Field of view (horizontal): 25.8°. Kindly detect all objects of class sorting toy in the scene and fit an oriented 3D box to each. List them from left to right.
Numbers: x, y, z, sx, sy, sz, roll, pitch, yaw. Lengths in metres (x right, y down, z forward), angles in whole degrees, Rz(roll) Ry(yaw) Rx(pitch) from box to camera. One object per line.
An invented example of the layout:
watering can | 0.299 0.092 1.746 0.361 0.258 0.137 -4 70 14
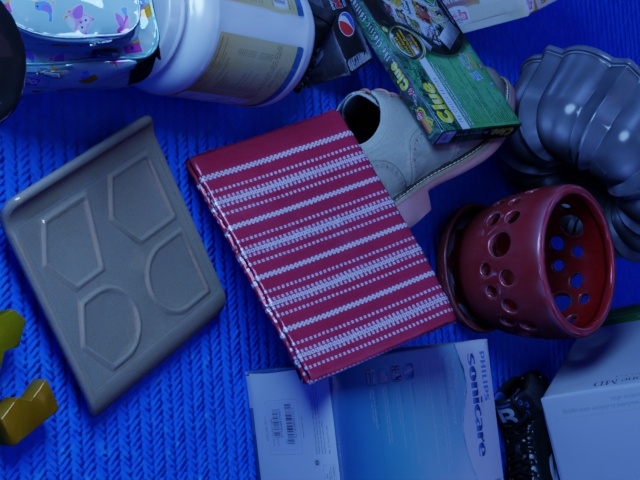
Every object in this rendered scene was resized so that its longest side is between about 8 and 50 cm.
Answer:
sorting toy | -0.223 0.043 1.308 0.307 0.041 0.229 -40 118 -45

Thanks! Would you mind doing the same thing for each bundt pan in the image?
bundt pan | 0.363 -0.094 1.817 0.124 0.331 0.331 -51 123 -21

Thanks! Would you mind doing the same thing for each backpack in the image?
backpack | -0.241 -0.212 1.210 0.188 0.144 0.166 -9 81 -7

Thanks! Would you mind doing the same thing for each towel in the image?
towel | 0.000 0.000 1.448 0.199 0.031 0.275 -21 73 -29

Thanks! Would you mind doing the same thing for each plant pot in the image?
plant pot | 0.255 0.033 1.759 0.191 0.174 0.191 12 74 -48

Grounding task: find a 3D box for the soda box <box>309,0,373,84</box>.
soda box | -0.004 -0.268 1.593 0.053 0.060 0.169 -40 113 -47

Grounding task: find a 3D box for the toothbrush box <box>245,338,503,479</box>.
toothbrush box | 0.070 0.230 1.547 0.295 0.126 0.216 -5 87 -49

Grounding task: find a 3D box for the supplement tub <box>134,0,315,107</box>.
supplement tub | -0.119 -0.211 1.384 0.199 0.144 0.144 2 82 -49

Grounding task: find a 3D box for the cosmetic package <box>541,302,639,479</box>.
cosmetic package | 0.437 0.202 1.864 0.365 0.197 0.155 -35 112 -65

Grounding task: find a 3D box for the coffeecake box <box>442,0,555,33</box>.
coffeecake box | 0.247 -0.332 1.835 0.185 0.142 0.068 -32 108 -47

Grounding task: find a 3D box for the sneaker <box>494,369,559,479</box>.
sneaker | 0.254 0.265 1.804 0.121 0.079 0.217 47 43 -30

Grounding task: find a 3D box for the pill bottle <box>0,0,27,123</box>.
pill bottle | -0.335 -0.123 1.058 0.123 0.219 0.123 11 76 -48

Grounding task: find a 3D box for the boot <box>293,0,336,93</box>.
boot | -0.050 -0.225 1.537 0.121 0.045 0.099 26 88 -6

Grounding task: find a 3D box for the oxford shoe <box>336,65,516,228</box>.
oxford shoe | 0.106 -0.131 1.645 0.397 0.140 0.146 -45 112 -45

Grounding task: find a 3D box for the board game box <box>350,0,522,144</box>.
board game box | 0.123 -0.225 1.648 0.136 0.030 0.260 -7 59 -41
